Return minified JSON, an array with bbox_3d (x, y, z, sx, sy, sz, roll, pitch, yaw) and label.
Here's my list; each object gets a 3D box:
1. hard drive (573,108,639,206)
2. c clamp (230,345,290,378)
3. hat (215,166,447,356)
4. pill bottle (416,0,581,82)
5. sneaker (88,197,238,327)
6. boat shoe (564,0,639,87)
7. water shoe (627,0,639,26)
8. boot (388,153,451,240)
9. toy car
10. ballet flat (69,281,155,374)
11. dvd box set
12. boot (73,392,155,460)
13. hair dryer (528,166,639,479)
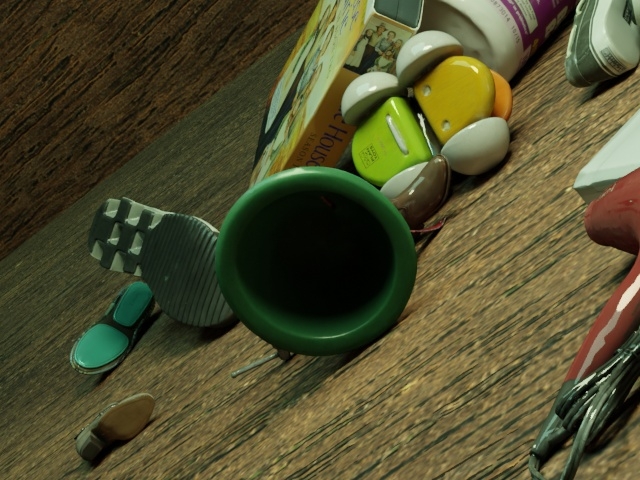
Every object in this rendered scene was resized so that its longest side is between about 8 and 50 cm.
[{"bbox_3d":[0.339,-0.109,1.136,0.203,0.040,0.307,-45,13,-19],"label":"hard drive"},{"bbox_3d":[-0.034,0.054,1.476,0.137,0.161,0.022,-22,42,-14],"label":"c clamp"},{"bbox_3d":[0.000,0.000,1.439,0.173,0.208,0.183,-45,17,11],"label":"hat"},{"bbox_3d":[0.233,-0.320,1.868,0.301,0.169,0.169,-48,15,-29],"label":"pill bottle"},{"bbox_3d":[-0.153,0.030,1.917,0.330,0.146,0.122,30,98,53],"label":"sneaker"},{"bbox_3d":[0.295,-0.231,1.590,0.070,0.078,0.219,-30,18,35],"label":"boat shoe"},{"bbox_3d":[0.374,-0.271,1.568,0.080,0.073,0.203,-1,32,28],"label":"water shoe"},{"bbox_3d":[0.067,-0.040,1.501,0.037,0.114,0.106,43,119,40],"label":"boot"},{"bbox_3d":[0.122,-0.120,1.620,0.182,0.159,0.136,-35,-21,24],"label":"toy car"},{"bbox_3d":[-0.282,0.133,2.083,0.070,0.070,0.188,-29,15,42],"label":"ballet flat"},{"bbox_3d":[0.018,-0.211,1.844,0.420,0.062,0.308,123,163,-45],"label":"dvd box set"},{"bbox_3d":[-0.230,0.201,1.720,0.118,0.042,0.087,-38,11,6],"label":"boot"},{"bbox_3d":[0.206,0.021,0.987,0.223,0.080,0.293,-36,13,20],"label":"hair dryer"}]
